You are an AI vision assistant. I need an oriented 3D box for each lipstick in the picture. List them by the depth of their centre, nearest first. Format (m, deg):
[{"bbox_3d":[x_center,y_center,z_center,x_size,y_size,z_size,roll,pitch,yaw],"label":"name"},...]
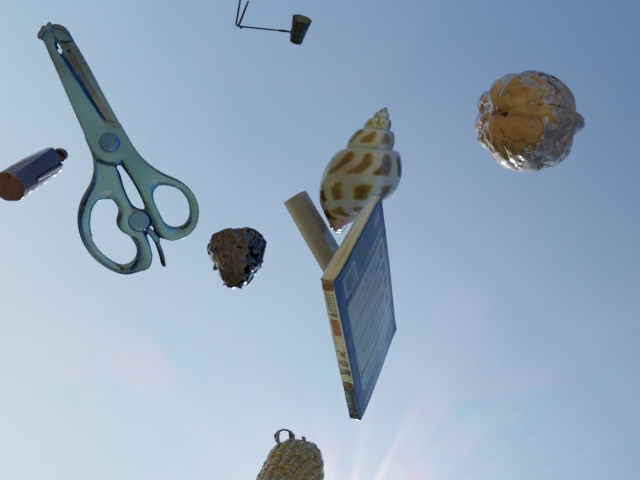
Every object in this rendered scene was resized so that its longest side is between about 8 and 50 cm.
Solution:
[{"bbox_3d":[0.000,0.000,1.710,0.068,0.066,0.317,-30,-89,26],"label":"lipstick"}]

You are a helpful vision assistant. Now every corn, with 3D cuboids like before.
[{"bbox_3d":[-0.052,0.366,0.765,0.106,0.293,0.106,1,-82,6],"label":"corn"}]

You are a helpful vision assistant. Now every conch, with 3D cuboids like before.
[{"bbox_3d":[0.120,-0.209,1.659,0.249,0.197,0.368,18,-112,49],"label":"conch"}]

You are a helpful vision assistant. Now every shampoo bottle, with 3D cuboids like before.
[{"bbox_3d":[-0.588,-0.145,1.147,0.068,0.067,0.236,-21,-158,10],"label":"shampoo bottle"}]

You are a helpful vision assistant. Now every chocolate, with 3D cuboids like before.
[{"bbox_3d":[-0.198,0.060,1.304,0.156,0.156,0.133,-46,-143,36],"label":"chocolate"}]

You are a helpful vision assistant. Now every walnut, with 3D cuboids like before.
[{"bbox_3d":[0.411,-0.231,1.094,0.198,0.245,0.198,-1,-92,41],"label":"walnut"}]

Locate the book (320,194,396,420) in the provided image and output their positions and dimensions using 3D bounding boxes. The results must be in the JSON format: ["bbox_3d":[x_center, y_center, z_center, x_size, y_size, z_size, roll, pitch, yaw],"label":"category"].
[{"bbox_3d":[0.101,0.154,1.235,0.039,0.300,0.428,7,-51,23],"label":"book"}]

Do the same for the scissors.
[{"bbox_3d":[-0.322,-0.136,0.835,0.393,0.180,0.032,66,-21,-8],"label":"scissors"}]

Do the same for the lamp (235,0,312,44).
[{"bbox_3d":[-0.077,-0.351,0.898,0.041,0.121,0.054,-64,175,-50],"label":"lamp"}]
